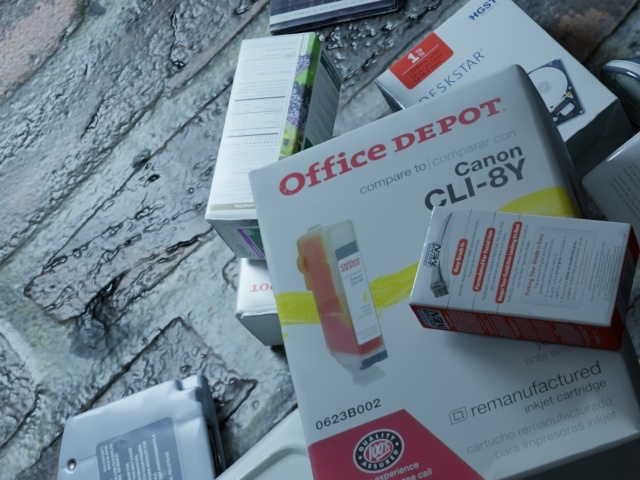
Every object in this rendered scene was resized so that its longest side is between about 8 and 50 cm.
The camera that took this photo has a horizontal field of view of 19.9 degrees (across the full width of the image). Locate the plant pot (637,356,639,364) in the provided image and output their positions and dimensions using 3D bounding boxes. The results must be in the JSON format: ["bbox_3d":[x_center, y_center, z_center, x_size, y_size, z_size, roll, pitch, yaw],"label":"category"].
[{"bbox_3d":[0.186,0.165,1.768,0.276,0.254,0.276,-11,60,19],"label":"plant pot"}]

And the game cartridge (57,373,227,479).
[{"bbox_3d":[-0.190,0.306,1.985,0.196,0.060,0.294,-19,57,10],"label":"game cartridge"}]

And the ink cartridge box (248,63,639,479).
[{"bbox_3d":[0.116,0.075,1.594,0.279,0.160,0.384,-21,56,12],"label":"ink cartridge box"}]

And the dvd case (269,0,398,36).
[{"bbox_3d":[0.017,-0.363,2.278,0.164,0.018,0.221,-10,59,18],"label":"dvd case"}]

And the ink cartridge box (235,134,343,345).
[{"bbox_3d":[0.000,0.000,2.041,0.158,0.092,0.218,-7,59,21],"label":"ink cartridge box"}]

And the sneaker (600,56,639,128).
[{"bbox_3d":[0.424,-0.182,1.959,0.163,0.086,0.226,-39,34,-20],"label":"sneaker"}]

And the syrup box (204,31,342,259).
[{"bbox_3d":[-0.049,-0.104,2.007,0.096,0.093,0.237,-3,60,23],"label":"syrup box"}]

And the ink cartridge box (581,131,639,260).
[{"bbox_3d":[0.431,-0.063,1.663,0.306,0.131,0.226,-39,80,24],"label":"ink cartridge box"}]

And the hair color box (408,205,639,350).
[{"bbox_3d":[0.165,0.029,1.469,0.167,0.053,0.093,7,65,21],"label":"hair color box"}]

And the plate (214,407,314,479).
[{"bbox_3d":[-0.035,0.332,1.860,0.278,0.045,0.277,-39,61,-12],"label":"plate"}]

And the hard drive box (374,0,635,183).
[{"bbox_3d":[0.203,-0.146,2.031,0.181,0.089,0.232,-41,54,-1],"label":"hard drive box"}]
